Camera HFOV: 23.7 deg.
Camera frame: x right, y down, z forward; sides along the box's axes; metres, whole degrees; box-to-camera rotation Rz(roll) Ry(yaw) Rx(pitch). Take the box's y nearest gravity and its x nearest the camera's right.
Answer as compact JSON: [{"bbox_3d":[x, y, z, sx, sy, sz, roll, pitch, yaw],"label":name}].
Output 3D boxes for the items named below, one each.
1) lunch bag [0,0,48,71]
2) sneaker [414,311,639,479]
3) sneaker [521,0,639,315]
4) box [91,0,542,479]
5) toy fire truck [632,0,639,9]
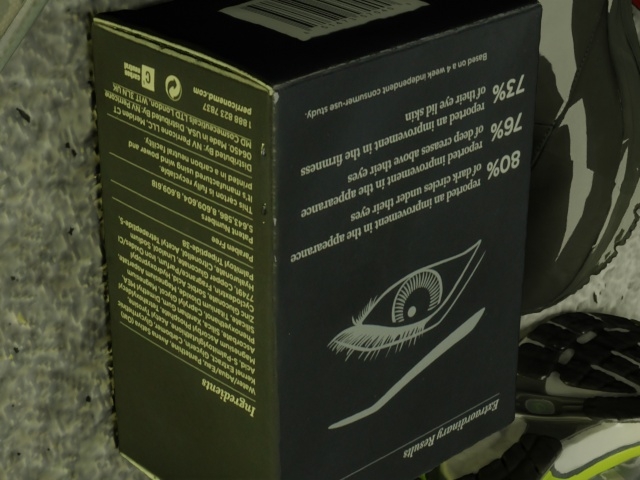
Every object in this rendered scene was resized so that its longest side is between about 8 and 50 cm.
[{"bbox_3d":[-0.156,-0.183,0.300,0.305,0.213,0.256,-58,140,-9],"label":"lunch bag"},{"bbox_3d":[0.120,0.129,0.848,0.300,0.111,0.121,-16,130,-35],"label":"sneaker"},{"bbox_3d":[0.090,-0.107,0.699,0.130,0.109,0.286,2,98,-40],"label":"sneaker"},{"bbox_3d":[0.000,0.000,0.637,0.153,0.108,0.207,-21,124,-39],"label":"box"},{"bbox_3d":[0.191,-0.208,0.784,0.135,0.047,0.192,-55,138,-10],"label":"toy fire truck"}]
